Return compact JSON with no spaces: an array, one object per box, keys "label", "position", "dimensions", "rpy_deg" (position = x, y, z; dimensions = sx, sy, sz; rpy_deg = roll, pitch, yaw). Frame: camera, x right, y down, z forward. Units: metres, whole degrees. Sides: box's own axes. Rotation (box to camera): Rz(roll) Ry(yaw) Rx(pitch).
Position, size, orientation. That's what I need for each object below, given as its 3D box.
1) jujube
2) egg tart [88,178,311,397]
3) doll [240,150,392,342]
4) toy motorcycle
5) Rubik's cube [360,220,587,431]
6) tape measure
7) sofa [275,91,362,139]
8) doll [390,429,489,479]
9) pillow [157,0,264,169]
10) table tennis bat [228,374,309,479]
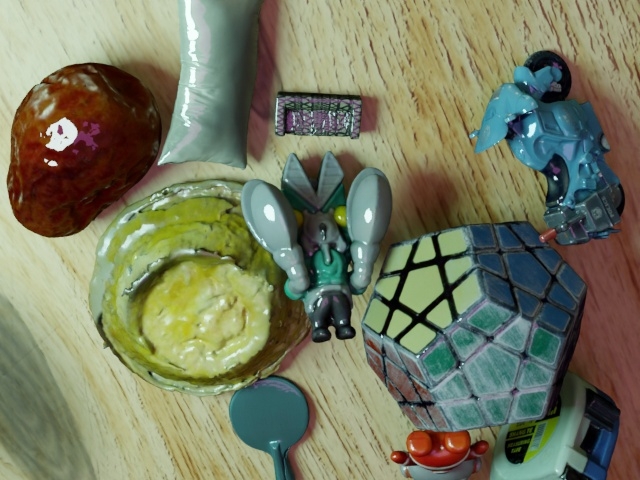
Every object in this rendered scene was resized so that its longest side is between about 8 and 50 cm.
[{"label":"jujube","position":[-0.322,-0.114,1.327],"dimensions":[0.190,0.190,0.255],"rpy_deg":[26,121,-10]},{"label":"egg tart","position":[-0.169,0.087,1.426],"dimensions":[0.345,0.132,0.345],"rpy_deg":[-1,112,-2]},{"label":"doll","position":[0.018,-0.008,1.345],"dimensions":[0.195,0.153,0.258],"rpy_deg":[-31,82,-23]},{"label":"toy motorcycle","position":[0.309,-0.113,1.353],"dimensions":[0.182,0.123,0.272],"rpy_deg":[-27,93,-21]},{"label":"Rubik's cube","position":[0.209,0.118,1.373],"dimensions":[0.319,0.319,0.264],"rpy_deg":[26,133,-10]},{"label":"tape measure","position":[0.314,0.326,1.526],"dimensions":[0.098,0.215,0.351],"rpy_deg":[34,150,-12]},{"label":"sofa","position":[-0.003,-0.172,1.382],"dimensions":[0.118,0.039,0.060],"rpy_deg":[3,111,-2]},{"label":"doll","position":[0.177,0.326,1.492],"dimensions":[0.142,0.076,0.245],"rpy_deg":[-5,153,5]},{"label":"pillow","position":[-0.143,-0.215,1.319],"dimensions":[0.144,0.078,0.254],"rpy_deg":[-9,113,-46]},{"label":"table tennis bat","position":[-0.072,0.303,1.558],"dimensions":[0.124,0.033,0.201],"rpy_deg":[-11,108,4]}]
